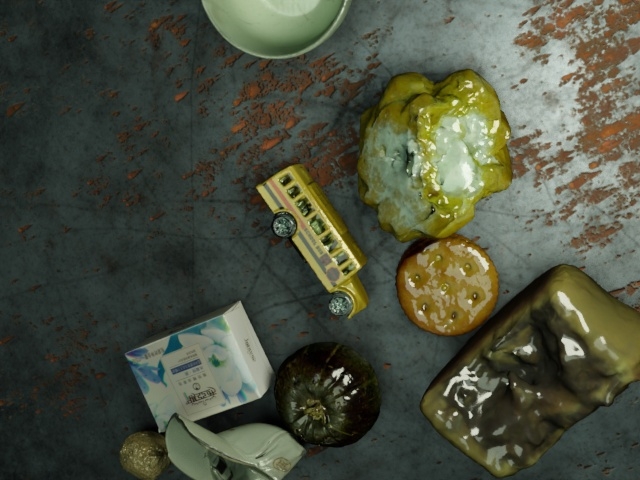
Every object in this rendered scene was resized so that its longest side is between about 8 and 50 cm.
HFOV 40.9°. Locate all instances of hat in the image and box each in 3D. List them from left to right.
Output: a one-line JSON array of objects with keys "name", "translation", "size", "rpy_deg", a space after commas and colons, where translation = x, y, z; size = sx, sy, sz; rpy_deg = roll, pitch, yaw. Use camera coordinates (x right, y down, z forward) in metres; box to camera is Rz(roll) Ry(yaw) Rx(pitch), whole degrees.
[{"name": "hat", "translation": [-0.194, 0.453, 1.895], "size": [0.301, 0.168, 0.258], "rpy_deg": [33, 140, -8]}]

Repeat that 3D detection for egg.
[{"name": "egg", "translation": [-0.411, 0.507, 2.022], "size": [0.140, 0.118, 0.116], "rpy_deg": [-12, 79, 33]}]

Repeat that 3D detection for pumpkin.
[{"name": "pumpkin", "translation": [0.012, 0.332, 1.842], "size": [0.237, 0.159, 0.238], "rpy_deg": [4, 104, 14]}]

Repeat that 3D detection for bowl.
[{"name": "bowl", "translation": [-0.074, -0.512, 1.682], "size": [0.307, 0.163, 0.307], "rpy_deg": [3, 103, 14]}]

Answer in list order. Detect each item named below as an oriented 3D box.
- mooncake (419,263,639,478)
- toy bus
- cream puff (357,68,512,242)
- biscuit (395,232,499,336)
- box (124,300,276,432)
[{"name": "mooncake", "translation": [0.403, 0.238, 1.589], "size": [0.246, 0.394, 0.393], "rpy_deg": [41, 69, 1]}, {"name": "toy bus", "translation": [0.000, 0.000, 1.798], "size": [0.123, 0.121, 0.336], "rpy_deg": [-35, 90, 12]}, {"name": "cream puff", "translation": [0.215, -0.164, 1.661], "size": [0.274, 0.269, 0.323], "rpy_deg": [9, 106, 49]}, {"name": "biscuit", "translation": [0.259, 0.091, 1.770], "size": [0.220, 0.066, 0.221], "rpy_deg": [3, 102, 15]}, {"name": "box", "translation": [-0.270, 0.285, 1.934], "size": [0.274, 0.116, 0.203], "rpy_deg": [-22, 96, 19]}]
